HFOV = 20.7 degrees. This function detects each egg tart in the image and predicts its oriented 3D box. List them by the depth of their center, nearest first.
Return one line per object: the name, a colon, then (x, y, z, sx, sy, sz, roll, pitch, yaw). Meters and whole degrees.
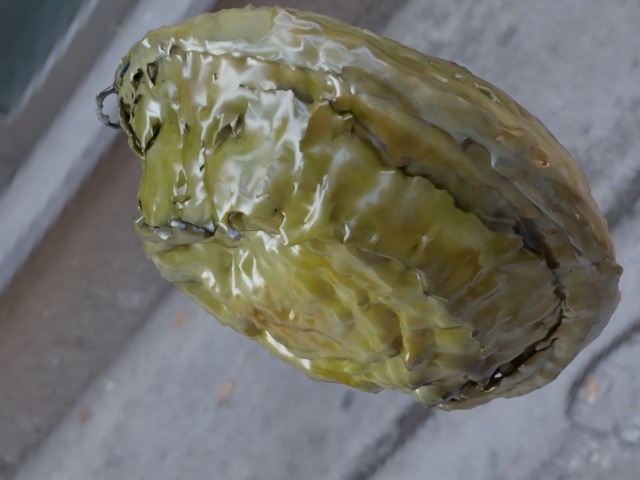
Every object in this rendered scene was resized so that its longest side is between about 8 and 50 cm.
egg tart: (0.000, 0.000, 0.827, 0.291, 0.291, 0.107, -13, 42, 56)
